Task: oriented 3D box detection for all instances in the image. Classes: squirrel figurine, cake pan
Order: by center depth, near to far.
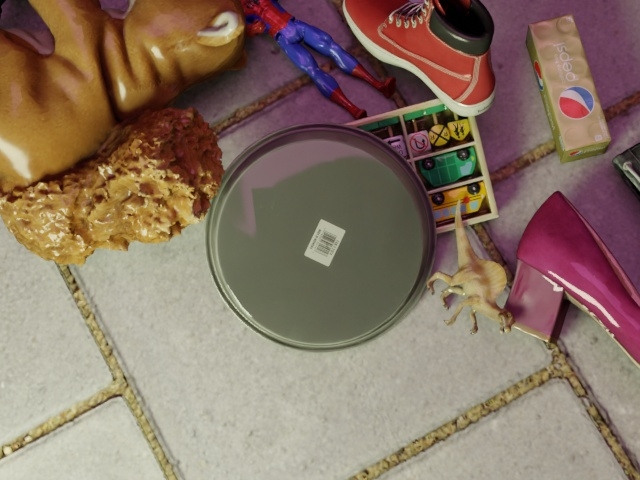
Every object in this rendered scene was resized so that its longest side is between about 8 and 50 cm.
[{"bbox_3d":[0.000,0.000,1.444,0.293,0.054,0.293,0,96,-1],"label":"cake pan"},{"bbox_3d":[-0.249,-0.172,1.473,0.370,0.281,0.397,-20,80,-8],"label":"squirrel figurine"}]

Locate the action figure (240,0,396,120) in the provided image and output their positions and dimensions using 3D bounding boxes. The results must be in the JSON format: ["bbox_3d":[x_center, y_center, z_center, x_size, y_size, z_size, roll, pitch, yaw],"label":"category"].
[{"bbox_3d":[-0.033,-0.278,1.528,0.280,0.139,0.091,39,82,16],"label":"action figure"}]

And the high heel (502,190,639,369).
[{"bbox_3d":[0.410,0.079,1.390,0.377,0.127,0.181,21,90,14],"label":"high heel"}]

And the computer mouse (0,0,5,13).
[{"bbox_3d":[-0.395,-0.397,1.597,0.072,0.188,0.272,28,66,-19],"label":"computer mouse"}]

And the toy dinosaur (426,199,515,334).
[{"bbox_3d":[0.184,0.049,1.453,0.093,0.053,0.183,-29,64,16],"label":"toy dinosaur"}]

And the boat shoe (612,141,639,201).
[{"bbox_3d":[0.454,0.008,1.419,0.105,0.113,0.306,-26,72,6],"label":"boat shoe"}]

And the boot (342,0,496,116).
[{"bbox_3d":[0.117,-0.277,1.414,0.088,0.176,0.244,-41,63,-14],"label":"boot"}]

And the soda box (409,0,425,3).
[{"bbox_3d":[0.137,-0.341,1.563,0.063,0.058,0.183,17,78,10],"label":"soda box"}]

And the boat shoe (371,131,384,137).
[{"bbox_3d":[0.037,-0.121,1.525,0.152,0.056,0.049,2,101,-1],"label":"boat shoe"}]

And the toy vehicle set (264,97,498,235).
[{"bbox_3d":[0.077,-0.076,1.484,0.267,0.035,0.166,-15,96,1],"label":"toy vehicle set"}]

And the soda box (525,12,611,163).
[{"bbox_3d":[0.319,-0.196,1.509,0.061,0.058,0.181,-13,76,2],"label":"soda box"}]
